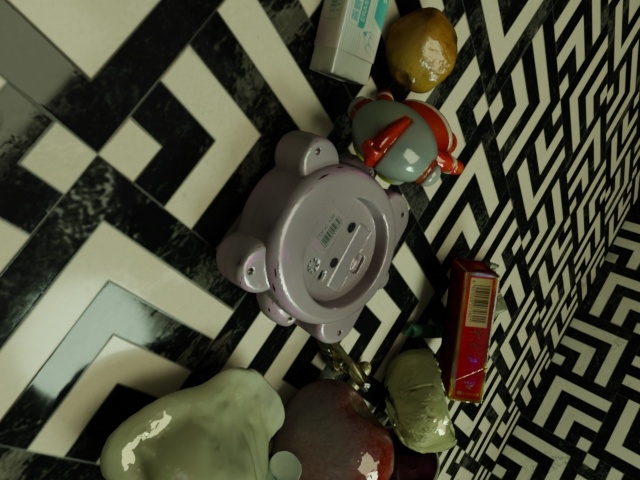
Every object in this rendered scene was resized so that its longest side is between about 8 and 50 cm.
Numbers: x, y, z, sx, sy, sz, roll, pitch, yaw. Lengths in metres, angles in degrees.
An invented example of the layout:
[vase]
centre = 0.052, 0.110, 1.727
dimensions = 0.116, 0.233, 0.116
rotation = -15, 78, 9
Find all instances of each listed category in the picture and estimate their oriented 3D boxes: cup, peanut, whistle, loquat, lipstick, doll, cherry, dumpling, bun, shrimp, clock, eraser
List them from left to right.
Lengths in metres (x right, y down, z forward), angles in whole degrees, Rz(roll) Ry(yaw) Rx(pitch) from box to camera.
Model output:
[dumpling]
centre = -0.147, 0.306, 0.743
dimensions = 0.243, 0.187, 0.318
rotation = -52, 144, -17
[lipstick]
centre = -0.101, 0.463, 0.916
dimensions = 0.059, 0.059, 0.264
rotation = -20, 147, -43
[clock]
centre = 0.000, 0.000, 0.817
dimensions = 0.322, 0.113, 0.296
rotation = 35, 82, -51
[cherry]
centre = 0.009, 0.394, 0.954
dimensions = 0.239, 0.239, 0.206
rotation = -58, 162, -9
[shrimp]
centre = 0.050, 0.246, 0.984
dimensions = 0.035, 0.147, 0.195
rotation = -39, 139, -17
[eraser]
centre = 0.054, -0.349, 0.735
dimensions = 0.095, 0.052, 0.225
rotation = -2, 110, -52
[peanut]
centre = 0.085, 0.309, 1.149
dimensions = 0.083, 0.037, 0.037
rotation = -60, 142, -10
[cup]
centre = 0.165, 0.660, 1.292
dimensions = 0.288, 0.208, 0.274
rotation = -36, 136, -45
[doll]
centre = 0.135, -0.160, 0.807
dimensions = 0.105, 0.200, 0.336
rotation = -46, 174, 29
[bun]
centre = 0.234, 0.395, 1.251
dimensions = 0.152, 0.260, 0.260
rotation = -15, 134, 6
[loquat]
centre = 0.170, -0.320, 0.852
dimensions = 0.137, 0.113, 0.138
rotation = 1, 88, -35
[whistle]
centre = 0.269, 0.236, 1.328
dimensions = 0.186, 0.039, 0.039
rotation = 16, 97, -52

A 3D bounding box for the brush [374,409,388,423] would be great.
[brush]
centre = 0.046, 0.493, 1.198
dimensions = 0.323, 0.051, 0.071
rotation = -24, 120, -37

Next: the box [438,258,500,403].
[box]
centre = 0.365, 0.215, 1.270
dimensions = 0.197, 0.089, 0.314
rotation = -59, 155, -81

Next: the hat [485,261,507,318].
[hat]
centre = 0.435, 0.179, 1.476
dimensions = 0.244, 0.149, 0.214
rotation = -28, 151, 11
